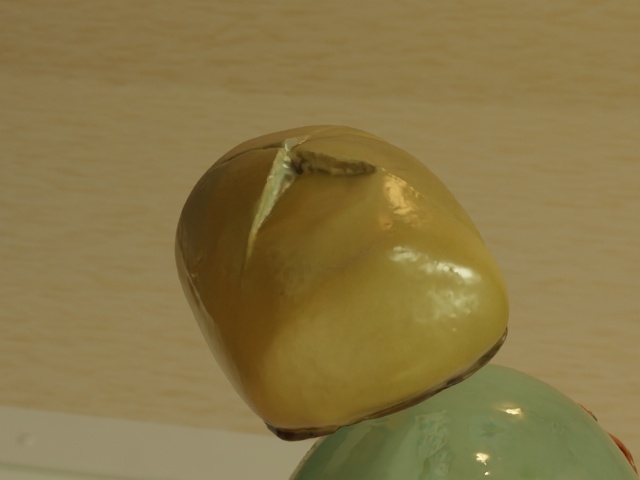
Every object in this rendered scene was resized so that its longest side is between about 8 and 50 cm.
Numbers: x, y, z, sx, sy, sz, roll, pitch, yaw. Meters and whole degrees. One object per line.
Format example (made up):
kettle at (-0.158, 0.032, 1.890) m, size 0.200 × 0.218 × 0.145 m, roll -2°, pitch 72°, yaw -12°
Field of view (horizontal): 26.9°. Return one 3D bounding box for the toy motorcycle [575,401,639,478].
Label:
toy motorcycle at (0.159, 0.248, 1.227) m, size 0.221 × 0.325 × 0.148 m, roll 7°, pitch 61°, yaw -49°

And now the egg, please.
egg at (0.079, 0.263, 0.789) m, size 0.276 × 0.276 × 0.389 m, roll 61°, pitch 36°, yaw -69°

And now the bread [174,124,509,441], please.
bread at (0.000, 0.000, 0.371) m, size 0.115 × 0.082 × 0.056 m, roll -116°, pitch -172°, yaw -57°
